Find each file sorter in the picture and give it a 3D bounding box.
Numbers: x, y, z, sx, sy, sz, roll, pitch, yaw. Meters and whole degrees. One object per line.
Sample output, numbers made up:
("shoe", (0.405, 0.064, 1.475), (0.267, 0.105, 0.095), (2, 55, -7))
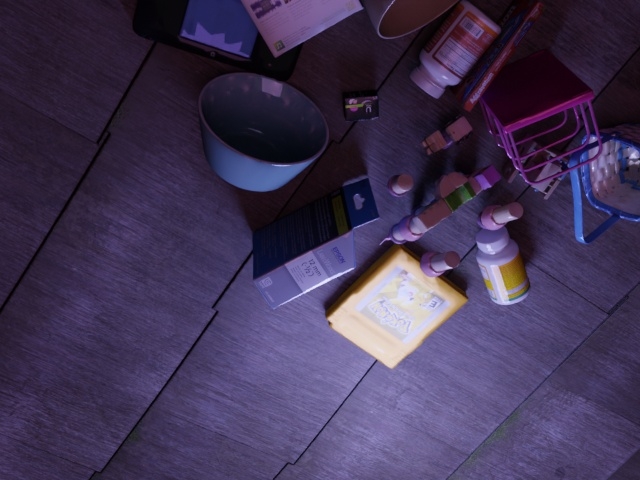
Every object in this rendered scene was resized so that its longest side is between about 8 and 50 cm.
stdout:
("file sorter", (0.509, -0.291, 1.809), (0.202, 0.290, 0.182), (-22, 121, 7))

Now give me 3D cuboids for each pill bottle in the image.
("pill bottle", (0.312, -0.446, 1.800), (0.121, 0.121, 0.216), (32, 112, -20))
("pill bottle", (0.496, 0.064, 2.099), (0.118, 0.117, 0.208), (-22, 118, 7))

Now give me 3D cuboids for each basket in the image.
("basket", (0.739, -0.153, 1.930), (0.289, 0.201, 0.254), (-30, 123, -28))

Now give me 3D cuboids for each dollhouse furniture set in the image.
("dollhouse furniture set", (0.566, -0.161, 1.941), (0.129, 0.183, 0.128), (22, 117, -15))

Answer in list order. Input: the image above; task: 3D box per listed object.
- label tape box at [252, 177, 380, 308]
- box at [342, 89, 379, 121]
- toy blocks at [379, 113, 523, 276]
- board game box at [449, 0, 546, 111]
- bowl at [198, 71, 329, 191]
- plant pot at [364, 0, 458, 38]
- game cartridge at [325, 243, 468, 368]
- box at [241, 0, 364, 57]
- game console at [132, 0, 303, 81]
("label tape box", (0.000, 0.000, 1.944), (0.348, 0.249, 0.115), (-25, 118, 9))
("box", (0.099, -0.332, 1.883), (0.083, 0.052, 0.062), (-7, 119, -3))
("toy blocks", (0.295, -0.100, 1.959), (0.289, 0.260, 0.308), (-35, 93, -18))
("board game box", (0.410, -0.446, 1.794), (0.027, 0.145, 0.281), (28, 112, -16))
("bowl", (-0.153, -0.235, 1.801), (0.312, 0.311, 0.163), (16, 136, -13))
("plant pot", (0.193, -0.601, 1.647), (0.284, 0.284, 0.190), (-35, 81, 14))
("game cartridge", (0.213, 0.193, 2.183), (0.285, 0.052, 0.323), (36, 109, -21))
("box", (-0.081, -0.593, 1.658), (0.232, 0.058, 0.322), (-26, 120, 11))
("game console", (-0.200, -0.566, 1.724), (0.387, 0.060, 0.341), (16, 116, -13))
